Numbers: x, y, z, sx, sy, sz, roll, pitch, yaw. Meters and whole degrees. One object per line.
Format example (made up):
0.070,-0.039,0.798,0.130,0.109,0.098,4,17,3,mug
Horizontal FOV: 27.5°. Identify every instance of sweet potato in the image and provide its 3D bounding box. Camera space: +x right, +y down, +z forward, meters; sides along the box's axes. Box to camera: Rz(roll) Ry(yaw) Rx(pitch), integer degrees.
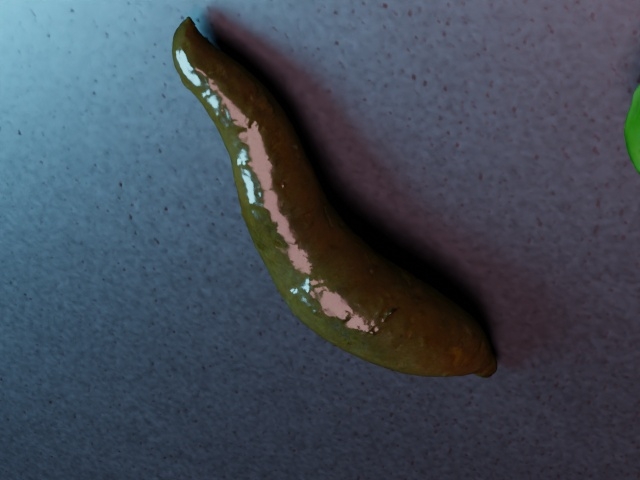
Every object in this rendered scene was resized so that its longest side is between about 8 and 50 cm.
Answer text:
-0.003,0.000,0.656,0.069,0.059,0.249,-36,106,19,sweet potato

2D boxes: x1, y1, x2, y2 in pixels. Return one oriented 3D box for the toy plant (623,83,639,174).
0.268,-0.036,0.462,0.224,0.184,0.316,43,147,-9,toy plant
